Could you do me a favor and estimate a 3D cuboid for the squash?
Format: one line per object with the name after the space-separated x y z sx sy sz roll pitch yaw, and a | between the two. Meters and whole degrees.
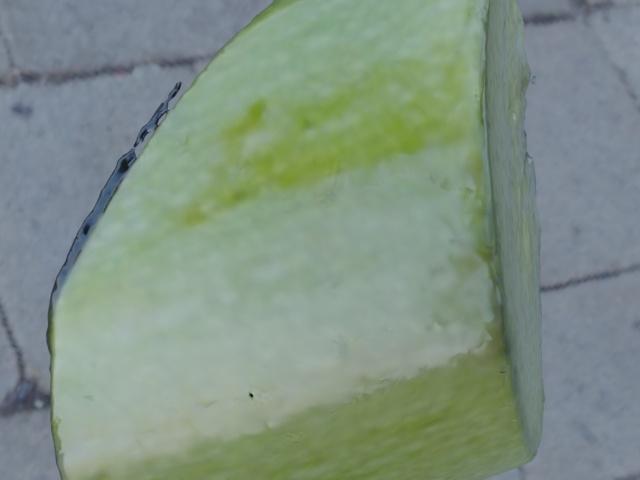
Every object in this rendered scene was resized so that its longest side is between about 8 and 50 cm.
0.000 0.000 0.595 0.155 0.237 0.204 -5 19 13 | squash
